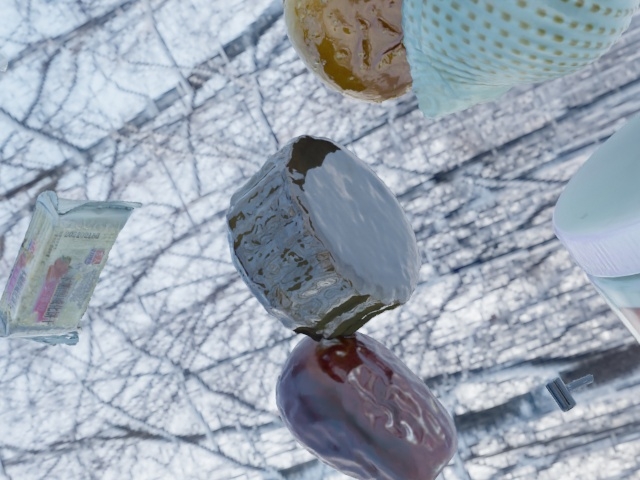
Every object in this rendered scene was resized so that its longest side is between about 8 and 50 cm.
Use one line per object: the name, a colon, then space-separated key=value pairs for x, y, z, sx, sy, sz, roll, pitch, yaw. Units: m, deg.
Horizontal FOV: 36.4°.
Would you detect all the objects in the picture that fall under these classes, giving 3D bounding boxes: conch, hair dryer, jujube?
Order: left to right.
jujube: x=0.073 y=0.289 z=1.630 sx=0.318 sy=0.223 sz=0.223 roll=36 pitch=-162 yaw=13
conch: x=0.212 y=-0.311 z=1.173 sx=0.215 sy=0.319 sz=0.303 roll=45 pitch=-159 yaw=-41
hair dryer: x=0.364 y=0.212 z=1.396 sx=0.083 sy=0.026 sz=0.047 roll=-16 pitch=-115 yaw=-35

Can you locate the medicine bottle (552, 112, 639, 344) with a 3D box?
medicine bottle: x=0.361 y=0.005 z=0.799 sx=0.241 sy=0.252 sz=0.252 roll=49 pitch=-155 yaw=-10

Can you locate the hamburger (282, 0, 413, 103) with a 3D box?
hamburger: x=0.087 y=-0.388 z=1.636 sx=0.314 sy=0.290 sz=0.170 roll=40 pitch=-165 yaw=-31

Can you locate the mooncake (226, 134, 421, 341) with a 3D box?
mooncake: x=0.001 y=-0.001 z=1.577 sx=0.324 sy=0.187 sz=0.324 roll=34 pitch=-145 yaw=-28

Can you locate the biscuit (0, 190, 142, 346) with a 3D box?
biscuit: x=-0.423 y=0.049 z=1.582 sx=0.186 sy=0.309 sz=0.079 roll=7 pitch=-151 yaw=-45

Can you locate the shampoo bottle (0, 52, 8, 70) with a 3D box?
shampoo bottle: x=-0.562 y=-0.239 z=1.495 sx=0.192 sy=0.074 sz=0.074 roll=-48 pitch=-64 yaw=-37
